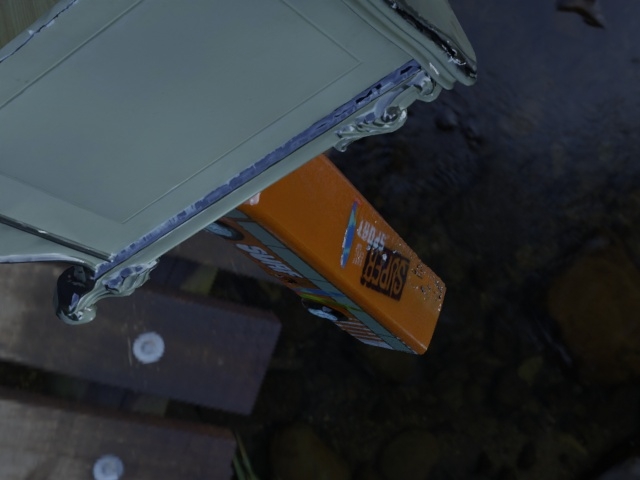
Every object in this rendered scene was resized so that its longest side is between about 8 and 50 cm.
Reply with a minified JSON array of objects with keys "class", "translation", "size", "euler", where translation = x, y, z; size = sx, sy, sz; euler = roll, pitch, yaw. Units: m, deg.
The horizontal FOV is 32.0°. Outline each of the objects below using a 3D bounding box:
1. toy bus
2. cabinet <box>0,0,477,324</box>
[{"class":"toy bus","translation":[0.000,0.000,0.963],"size":[0.409,0.092,0.093],"euler":[41,64,-57]},{"class":"cabinet","translation":[-0.129,-0.157,0.656],"size":[0.318,0.290,0.227],"euler":[-32,151,22]}]
